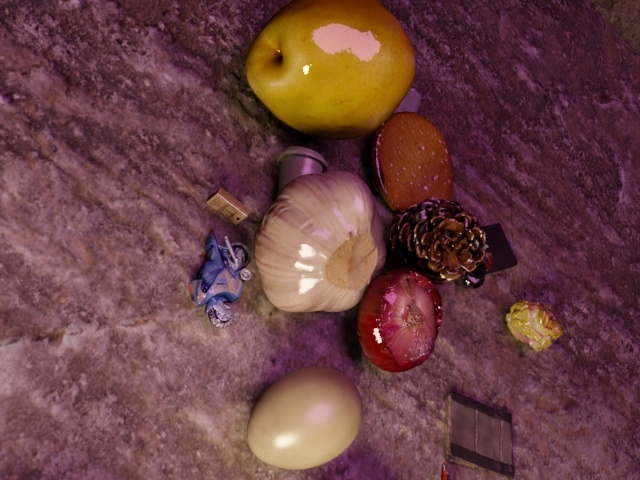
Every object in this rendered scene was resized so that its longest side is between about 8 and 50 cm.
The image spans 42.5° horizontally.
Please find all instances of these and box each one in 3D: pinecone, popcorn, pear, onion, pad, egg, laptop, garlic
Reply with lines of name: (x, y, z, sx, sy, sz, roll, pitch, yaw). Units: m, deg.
pinecone: (0.283, 0.001, 2.002, 0.224, 0.272, 0.224, 0, 87, -5)
popcorn: (0.571, 0.224, 2.207, 0.145, 0.126, 0.125, 55, 17, 24)
pear: (0.032, -0.412, 1.919, 0.418, 0.362, 0.363, 0, 70, -45)
onion: (0.177, 0.181, 1.887, 0.248, 0.161, 0.248, 9, 71, -27)
pad: (0.391, 0.475, 2.013, 0.233, 0.022, 0.174, 23, 56, -30)
egg: (-0.031, 0.350, 1.619, 0.253, 0.188, 0.189, -20, 83, -32)
laptop: (0.465, 0.024, 2.291, 0.197, 0.016, 0.135, -10, 75, -42)
garlic: (0.000, 0.000, 1.755, 0.317, 0.259, 0.318, -18, 117, -40)

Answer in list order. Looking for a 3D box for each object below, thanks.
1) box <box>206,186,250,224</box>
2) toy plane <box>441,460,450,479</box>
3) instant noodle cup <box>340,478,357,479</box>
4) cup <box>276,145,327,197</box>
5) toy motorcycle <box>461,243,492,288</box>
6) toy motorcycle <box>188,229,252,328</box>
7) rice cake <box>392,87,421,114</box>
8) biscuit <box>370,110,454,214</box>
box: (-0.199, -0.074, 1.777, 0.083, 0.053, 0.024, 39, 51, -16)
toy plane: (0.273, 0.591, 1.837, 0.130, 0.061, 0.189, 18, 55, -31)
instant noodle cup: (0.041, 0.612, 1.617, 0.273, 0.090, 0.274, 17, 60, -32)
cup: (-0.053, -0.135, 1.892, 0.120, 0.120, 0.141, 24, 70, -28)
toy motorcycle: (0.377, 0.019, 2.166, 0.122, 0.082, 0.213, -33, 86, -33)
toy motorcycle: (-0.209, 0.079, 1.688, 0.114, 0.076, 0.205, 25, 54, -19)
rice cake: (0.221, -0.344, 2.251, 0.080, 0.042, 0.222, 36, 52, -22)
biscuit: (0.244, -0.194, 2.170, 0.305, 0.038, 0.306, 8, 77, -38)
